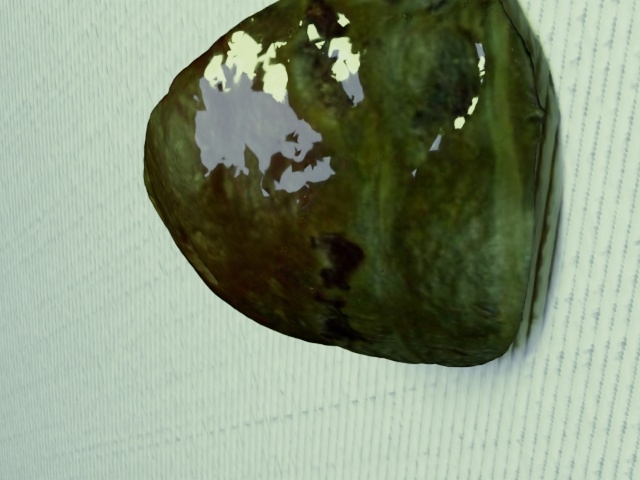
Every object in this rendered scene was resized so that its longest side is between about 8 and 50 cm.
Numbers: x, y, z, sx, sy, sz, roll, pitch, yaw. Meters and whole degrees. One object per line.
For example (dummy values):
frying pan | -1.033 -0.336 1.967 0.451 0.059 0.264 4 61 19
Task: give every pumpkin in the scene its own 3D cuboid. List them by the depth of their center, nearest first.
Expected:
pumpkin | 0.000 0.000 1.001 0.312 0.148 0.169 116 140 -65
